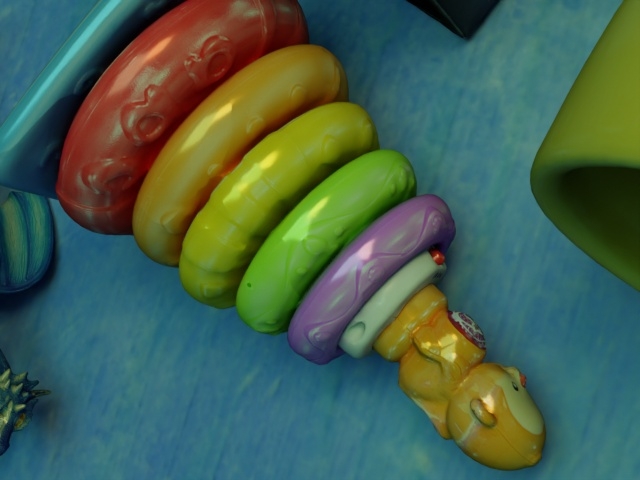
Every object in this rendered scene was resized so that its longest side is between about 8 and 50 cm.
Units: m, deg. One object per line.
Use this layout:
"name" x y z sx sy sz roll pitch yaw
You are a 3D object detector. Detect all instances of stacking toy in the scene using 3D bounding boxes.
"stacking toy" 0.000 0.000 0.586 0.302 0.175 0.166 44 97 16

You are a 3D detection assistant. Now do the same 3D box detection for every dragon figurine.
"dragon figurine" -0.224 -0.007 0.716 0.085 0.144 0.289 -20 51 22

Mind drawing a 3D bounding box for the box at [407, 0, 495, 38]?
"box" 0.051 -0.301 0.535 0.183 0.296 0.294 40 97 28

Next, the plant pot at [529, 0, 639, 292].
"plant pot" 0.239 -0.069 0.420 0.254 0.254 0.239 25 84 28
